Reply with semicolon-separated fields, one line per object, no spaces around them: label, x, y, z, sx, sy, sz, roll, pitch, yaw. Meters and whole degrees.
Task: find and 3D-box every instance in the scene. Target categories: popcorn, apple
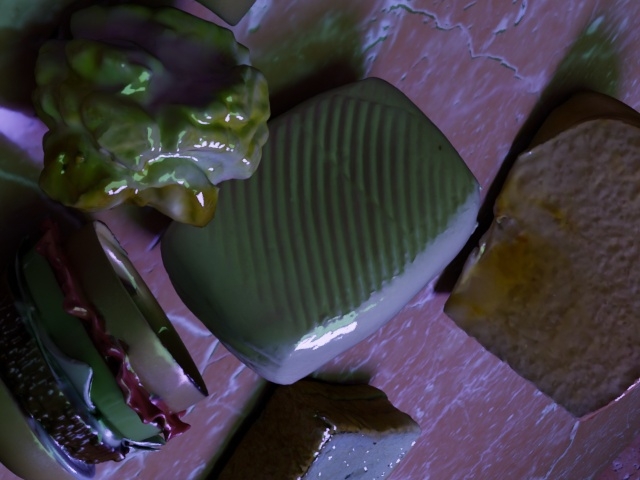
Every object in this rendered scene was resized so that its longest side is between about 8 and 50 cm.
popcorn;-0.098;-0.074;0.609;0.145;0.126;0.126;-30;140;-65
apple;0.295;0.003;1.155;0.252;0.314;0.309;23;112;-15

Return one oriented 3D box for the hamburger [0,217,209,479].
hamburger;-0.164;0.078;0.668;0.137;0.175;0.175;-32;149;-3

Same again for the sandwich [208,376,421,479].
sandwich;-0.029;0.281;1.147;0.273;0.095;0.249;-56;151;12

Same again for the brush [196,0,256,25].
brush;-0.091;-0.202;0.538;0.103;0.047;0.233;-53;150;11

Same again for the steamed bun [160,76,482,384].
steamed bun;0.000;0.000;0.794;0.239;0.170;0.152;-38;168;-20
